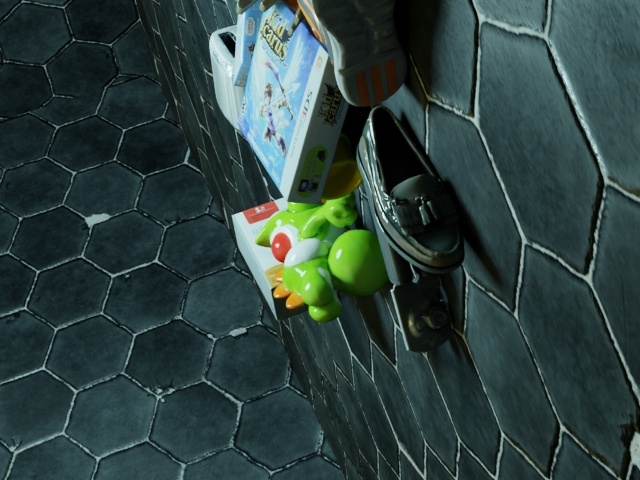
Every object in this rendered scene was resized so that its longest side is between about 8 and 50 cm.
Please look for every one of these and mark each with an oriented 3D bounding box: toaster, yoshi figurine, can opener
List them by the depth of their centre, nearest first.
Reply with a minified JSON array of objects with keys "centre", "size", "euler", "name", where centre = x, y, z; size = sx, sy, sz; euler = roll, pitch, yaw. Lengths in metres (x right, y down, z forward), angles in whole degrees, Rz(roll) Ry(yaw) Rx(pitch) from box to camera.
[{"centre":[0.122,0.028,1.684],"size":[0.095,0.076,0.283],"euler":[-147,39,-71],"name":"can opener"},{"centre":[0.028,0.000,1.980],"size":[0.203,0.203,0.362],"euler":[-54,25,25],"name":"yoshi figurine"},{"centre":[-0.136,-0.314,2.212],"size":[0.227,0.129,0.146],"euler":[-120,18,-51],"name":"toaster"}]

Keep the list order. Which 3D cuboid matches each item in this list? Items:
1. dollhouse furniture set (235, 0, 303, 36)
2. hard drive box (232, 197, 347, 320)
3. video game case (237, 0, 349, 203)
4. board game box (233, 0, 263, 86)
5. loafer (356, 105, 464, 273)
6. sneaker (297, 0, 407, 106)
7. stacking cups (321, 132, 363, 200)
[{"centre":[-0.099,-0.433,1.699],"size":[0.262,0.135,0.259],"euler":[40,174,-4],"name":"dollhouse furniture set"},{"centre":[-0.044,0.022,2.209],"size":[0.232,0.181,0.089],"euler":[-123,17,-47],"name":"hard drive box"},{"centre":[-0.042,-0.228,1.808],"size":[0.269,0.061,0.244],"euler":[56,136,51],"name":"video game case"},{"centre":[-0.121,-0.388,2.022],"size":[0.160,0.039,0.211],"euler":[144,129,-78],"name":"board game box"},{"centre":[0.111,-0.071,1.525],"size":[0.084,0.096,0.267],"euler":[90,160,-45],"name":"loafer"},{"centre":[0.017,-0.325,1.436],"size":[0.321,0.124,0.180],"euler":[84,162,-51],"name":"sneaker"},{"centre":[-0.030,-0.210,1.940],"size":[0.096,0.096,0.316],"euler":[85,161,-54],"name":"stacking cups"}]
